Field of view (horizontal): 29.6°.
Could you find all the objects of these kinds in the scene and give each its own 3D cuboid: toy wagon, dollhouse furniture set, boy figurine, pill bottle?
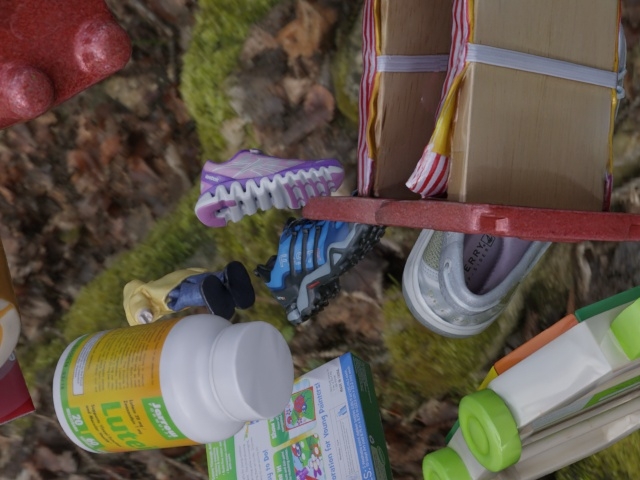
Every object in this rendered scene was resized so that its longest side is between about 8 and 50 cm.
[{"bbox_3d":[0.219,0.095,0.878,0.267,0.344,0.068,-19,65,-19],"label":"toy wagon"},{"bbox_3d":[-0.025,-0.111,0.547,0.152,0.374,0.201,7,93,59],"label":"dollhouse furniture set"},{"bbox_3d":[-0.244,0.100,2.001,0.285,0.177,0.092,-14,103,44],"label":"boy figurine"},{"bbox_3d":[-0.155,0.152,1.295,0.246,0.136,0.136,-12,71,34],"label":"pill bottle"}]

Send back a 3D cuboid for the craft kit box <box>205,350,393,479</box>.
[{"bbox_3d":[-0.028,0.301,1.522,0.247,0.061,0.249,-26,51,21],"label":"craft kit box"}]

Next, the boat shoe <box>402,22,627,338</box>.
[{"bbox_3d":[0.170,-0.071,0.965,0.118,0.103,0.320,33,71,-3],"label":"boat shoe"}]

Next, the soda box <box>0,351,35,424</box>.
[{"bbox_3d":[-0.371,0.153,1.054,0.092,0.263,0.083,-21,88,25],"label":"soda box"}]

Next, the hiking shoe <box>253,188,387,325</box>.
[{"bbox_3d":[0.000,0.000,1.861,0.132,0.113,0.304,45,123,11],"label":"hiking shoe"}]

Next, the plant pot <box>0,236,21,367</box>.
[{"bbox_3d":[-0.295,0.010,0.800,0.205,0.205,0.188,-38,63,3],"label":"plant pot"}]

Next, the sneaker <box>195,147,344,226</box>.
[{"bbox_3d":[-0.083,-0.101,1.867,0.236,0.095,0.104,-12,59,-2],"label":"sneaker"}]
